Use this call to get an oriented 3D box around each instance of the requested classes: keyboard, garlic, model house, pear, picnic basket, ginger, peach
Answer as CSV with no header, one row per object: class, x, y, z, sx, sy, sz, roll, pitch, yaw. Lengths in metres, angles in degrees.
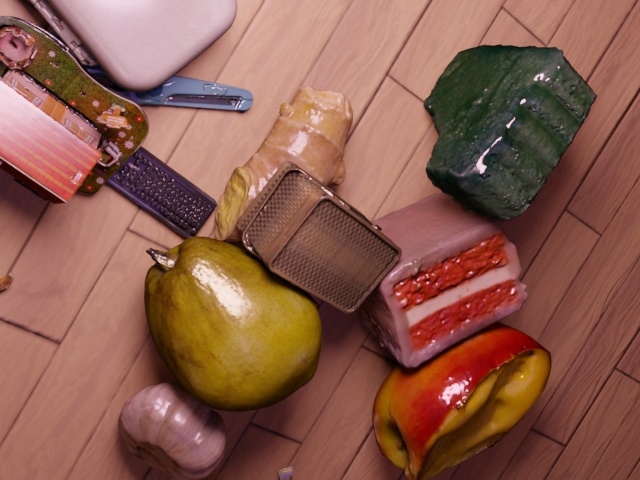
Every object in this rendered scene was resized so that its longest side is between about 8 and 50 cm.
keyboard,-0.296,-0.095,1.341,0.230,0.025,0.093,37,87,-28
garlic,-0.258,0.333,1.429,0.212,0.219,0.218,-51,126,-44
model house,-0.429,-0.172,1.146,0.207,0.154,0.294,-38,120,25
pear,-0.170,0.138,1.324,0.287,0.287,0.375,-45,113,-5
picnic basket,0.000,0.000,1.323,0.165,0.139,0.267,-51,133,6
ginger,-0.068,-0.127,1.376,0.354,0.126,0.190,-43,121,-2
peach,0.290,0.304,1.580,0.381,0.242,0.306,-16,130,-28

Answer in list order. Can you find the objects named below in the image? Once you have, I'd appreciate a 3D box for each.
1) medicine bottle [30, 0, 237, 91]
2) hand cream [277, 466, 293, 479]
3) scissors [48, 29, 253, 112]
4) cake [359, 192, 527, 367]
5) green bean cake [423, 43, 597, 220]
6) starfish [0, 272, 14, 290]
medicine bottle,-0.316,-0.433,1.159,0.282,0.123,0.375,-43,113,-13
hand cream,-0.071,0.545,1.643,0.035,0.022,0.102,-10,106,-12
scissors,-0.301,-0.256,1.283,0.393,0.032,0.180,3,106,-24
cake,0.224,0.069,1.507,0.309,0.230,0.237,-27,117,-15
green bean cake,0.317,-0.208,1.410,0.169,0.308,0.300,35,89,-30
starfish,-0.652,0.000,1.199,0.303,0.060,0.299,-29,118,-12
